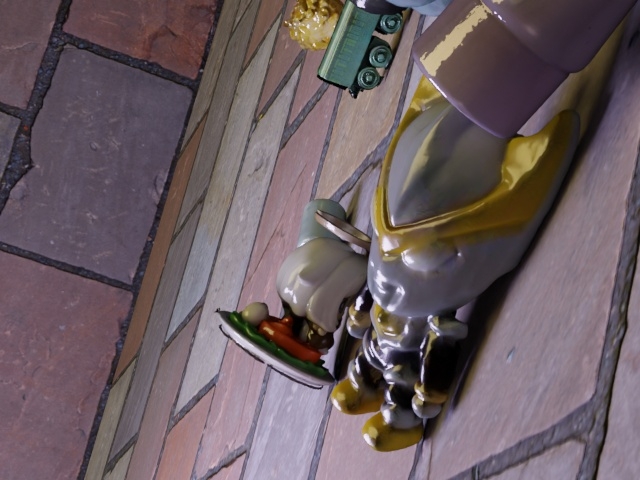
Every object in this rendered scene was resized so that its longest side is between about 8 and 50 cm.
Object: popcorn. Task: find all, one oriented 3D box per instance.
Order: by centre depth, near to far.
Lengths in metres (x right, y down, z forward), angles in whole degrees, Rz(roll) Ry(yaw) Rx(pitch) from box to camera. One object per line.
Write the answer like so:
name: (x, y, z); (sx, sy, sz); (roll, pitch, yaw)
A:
popcorn: (-0.007, -0.285, 2.237); (0.057, 0.083, 0.082); (-87, -7, -51)

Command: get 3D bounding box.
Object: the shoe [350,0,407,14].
shoe: (0.091, -0.379, 1.799); (0.149, 0.109, 0.293); (116, 171, -51)

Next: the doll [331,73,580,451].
doll: (0.083, 0.000, 1.246); (0.145, 0.103, 0.316); (-102, 27, -62)

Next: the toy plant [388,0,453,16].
toy plant: (0.083, -0.339, 1.561); (0.247, 0.247, 0.332); (122, 156, -51)

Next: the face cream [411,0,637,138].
face cream: (0.177, -0.192, 1.088); (0.274, 0.096, 0.154); (-47, 17, 18)

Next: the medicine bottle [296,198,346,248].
medicine bottle: (0.000, 0.000, 1.796); (0.047, 0.047, 0.083); (121, 164, -49)

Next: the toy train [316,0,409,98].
toy train: (0.051, -0.225, 1.856); (0.038, 0.071, 0.148); (-99, 30, -71)

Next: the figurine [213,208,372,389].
figurine: (-0.009, 0.044, 1.615); (0.154, 0.132, 0.132); (-59, 12, 5)
